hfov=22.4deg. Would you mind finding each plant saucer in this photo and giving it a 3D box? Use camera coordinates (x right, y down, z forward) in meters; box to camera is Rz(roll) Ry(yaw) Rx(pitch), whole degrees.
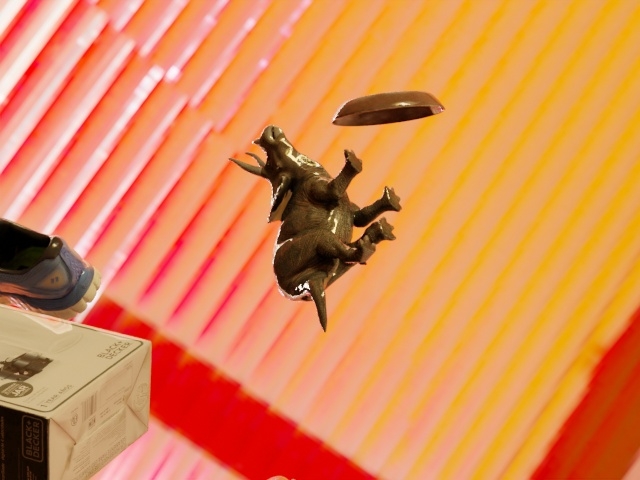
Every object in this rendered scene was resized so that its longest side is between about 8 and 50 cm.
[{"bbox_3d":[0.097,-0.194,2.356,0.168,0.168,0.029,-10,-94,56],"label":"plant saucer"}]

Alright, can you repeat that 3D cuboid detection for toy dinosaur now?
[{"bbox_3d":[0.000,0.000,1.844,0.160,0.121,0.314,-29,-132,29],"label":"toy dinosaur"}]

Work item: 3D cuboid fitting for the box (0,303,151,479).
[{"bbox_3d":[-0.307,0.120,1.362,0.169,0.290,0.087,-39,137,-60],"label":"box"}]

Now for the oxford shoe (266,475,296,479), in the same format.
[{"bbox_3d":[-0.140,0.386,2.264,0.130,0.132,0.363,-53,167,21],"label":"oxford shoe"}]

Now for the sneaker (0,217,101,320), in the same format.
[{"bbox_3d":[-0.477,0.022,2.298,0.330,0.147,0.130,0,-132,23],"label":"sneaker"}]
